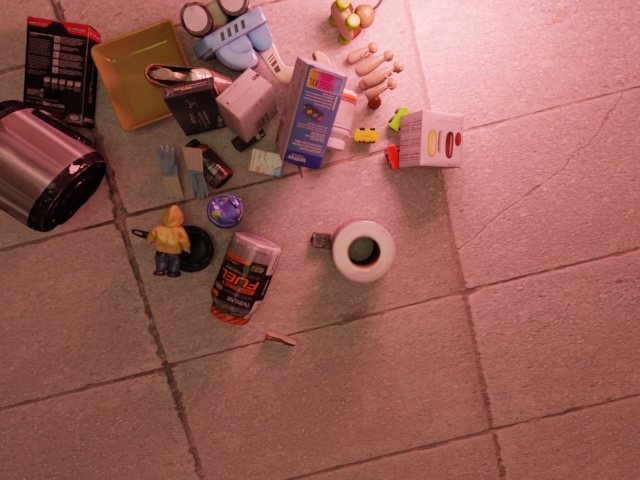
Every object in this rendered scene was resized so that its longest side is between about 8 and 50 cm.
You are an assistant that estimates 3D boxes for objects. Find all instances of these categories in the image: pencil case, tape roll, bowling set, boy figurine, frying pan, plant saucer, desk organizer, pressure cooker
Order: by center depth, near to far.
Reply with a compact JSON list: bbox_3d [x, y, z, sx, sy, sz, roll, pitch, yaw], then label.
[{"bbox_3d":[-1.051,-0.280,1.421,0.420,0.375,0.370,37,117,-13],"label":"pressure cooker"},{"bbox_3d":[-0.353,-0.108,1.520,0.133,0.306,0.119,-37,98,-8],"label":"pencil case"},{"bbox_3d":[0.228,-0.627,1.553,0.154,0.286,0.200,-25,140,9],"label":"bowling set"},{"bbox_3d":[-0.657,-0.627,1.555,0.333,0.081,0.332,-20,97,1],"label":"plant saucer"},{"bbox_3d":[-0.601,0.000,1.585,0.178,0.092,0.284,5,95,-3],"label":"boy figurine"},{"bbox_3d":[-0.289,-0.411,1.606,0.130,0.050,0.047,-38,131,-12],"label":"desk organizer"},{"bbox_3d":[0.164,0.036,1.618,0.246,0.169,0.245,0,98,-1],"label":"tape roll"},{"bbox_3d":[-0.598,0.038,1.656,0.327,0.053,0.197,-4,96,1],"label":"frying pan"}]

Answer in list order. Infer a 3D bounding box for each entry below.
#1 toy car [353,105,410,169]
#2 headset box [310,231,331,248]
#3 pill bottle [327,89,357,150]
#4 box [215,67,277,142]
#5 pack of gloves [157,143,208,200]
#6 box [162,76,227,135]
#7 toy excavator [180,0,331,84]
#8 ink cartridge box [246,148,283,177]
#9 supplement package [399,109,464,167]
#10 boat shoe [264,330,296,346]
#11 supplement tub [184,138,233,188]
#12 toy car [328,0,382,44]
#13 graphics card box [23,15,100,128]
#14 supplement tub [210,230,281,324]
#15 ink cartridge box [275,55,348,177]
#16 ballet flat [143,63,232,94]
[{"bbox_3d":[0.278,-0.433,1.619,0.239,0.053,0.225,35,95,-6],"label":"toy car"},{"bbox_3d":[0.000,0.000,1.677,0.083,0.032,0.062,6,97,-4],"label":"headset box"},{"bbox_3d":[0.064,-0.470,1.573,0.121,0.121,0.221,12,97,-3],"label":"pill bottle"},{"bbox_3d":[-0.270,-0.501,1.502,0.119,0.182,0.181,39,79,11],"label":"box"},{"bbox_3d":[-0.532,-0.270,1.578,0.195,0.046,0.232,9,126,10],"label":"pack of gloves"},{"bbox_3d":[-0.455,-0.494,1.498,0.184,0.232,0.059,-13,72,-3],"label":"box"},{"bbox_3d":[-0.231,-0.717,1.515,0.433,0.222,0.445,-28,111,1],"label":"toy excavator"},{"bbox_3d":[-0.221,-0.309,1.602,0.143,0.090,0.092,11,97,-4],"label":"ink cartridge box"},{"bbox_3d":[0.427,-0.383,1.554,0.194,0.149,0.203,-2,98,-22],"label":"supplement package"},{"bbox_3d":[-0.172,0.430,1.720,0.137,0.049,0.043,18,100,-1],"label":"boat shoe"},{"bbox_3d":[-0.448,-0.306,1.589,0.106,0.106,0.198,-42,96,4],"label":"supplement tub"},{"bbox_3d":[0.146,-0.860,1.517,0.189,0.155,0.148,-30,97,-7],"label":"toy car"},{"bbox_3d":[-0.990,-0.635,1.538,0.233,0.094,0.370,7,96,-3],"label":"graphics card box"},{"bbox_3d":[-0.305,0.150,1.600,0.207,0.207,0.337,21,96,-4],"label":"supplement tub"},{"bbox_3d":[-0.055,-0.435,1.459,0.151,0.270,0.395,12,116,-18],"label":"ink cartridge box"},{"bbox_3d":[-0.489,-0.588,1.471,0.316,0.106,0.107,3,98,-2],"label":"ballet flat"}]
